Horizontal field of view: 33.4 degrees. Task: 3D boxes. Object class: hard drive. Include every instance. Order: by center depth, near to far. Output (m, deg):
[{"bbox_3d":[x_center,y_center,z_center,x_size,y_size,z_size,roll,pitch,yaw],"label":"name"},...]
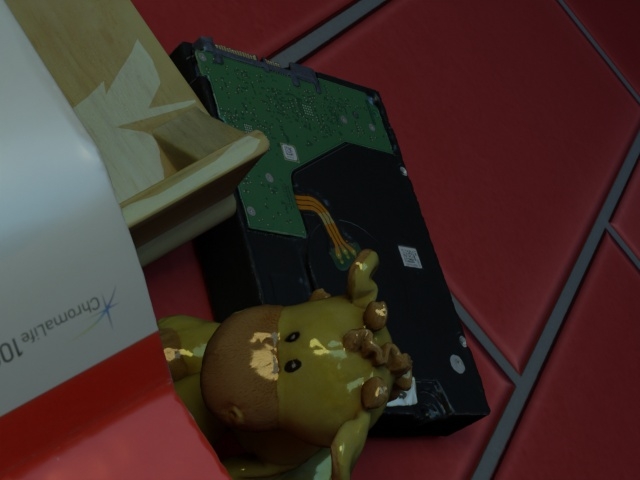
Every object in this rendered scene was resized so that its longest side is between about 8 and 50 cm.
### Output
[{"bbox_3d":[0.000,0.000,0.899,0.237,0.064,0.338,9,56,-44],"label":"hard drive"}]

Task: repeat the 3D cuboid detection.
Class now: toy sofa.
[{"bbox_3d":[-0.211,-0.140,0.736,0.150,0.177,0.362,-32,87,-29],"label":"toy sofa"}]

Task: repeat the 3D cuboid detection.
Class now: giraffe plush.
[{"bbox_3d":[-0.017,0.095,0.649,0.210,0.170,0.181,-18,75,-17],"label":"giraffe plush"}]

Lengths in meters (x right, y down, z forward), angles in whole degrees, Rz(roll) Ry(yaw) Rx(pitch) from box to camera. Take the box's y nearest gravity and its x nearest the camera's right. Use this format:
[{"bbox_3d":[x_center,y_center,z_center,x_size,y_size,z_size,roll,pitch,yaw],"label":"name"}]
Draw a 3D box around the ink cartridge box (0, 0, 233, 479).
[{"bbox_3d":[-0.212,0.072,0.488,0.308,0.091,0.385,-29,80,-33],"label":"ink cartridge box"}]
